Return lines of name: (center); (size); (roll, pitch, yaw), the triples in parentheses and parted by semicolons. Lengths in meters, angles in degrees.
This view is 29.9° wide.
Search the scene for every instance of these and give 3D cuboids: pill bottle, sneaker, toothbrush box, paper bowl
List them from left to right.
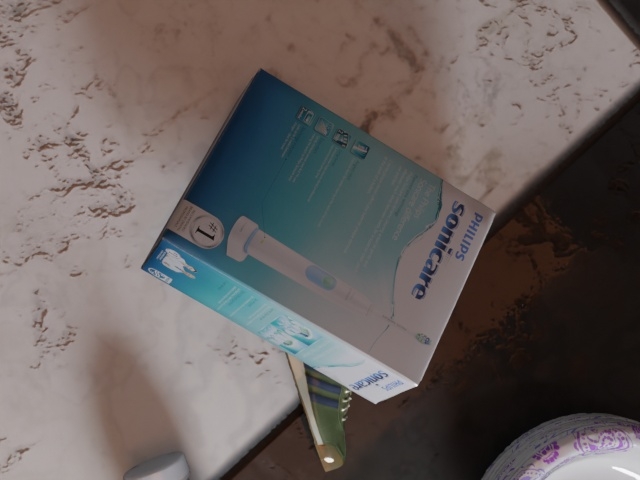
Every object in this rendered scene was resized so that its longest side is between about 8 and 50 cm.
pill bottle: (-0.150, 0.318, 1.288); (0.094, 0.094, 0.169); (-20, 96, -6)
toothbrush box: (0.000, 0.000, 1.245); (0.295, 0.126, 0.216); (29, 67, -8)
sneaker: (0.016, 0.152, 1.315); (0.086, 0.064, 0.192); (-17, 92, -2)
paper bowl: (0.299, 0.331, 1.322); (0.284, 0.148, 0.284); (0, 94, -7)
